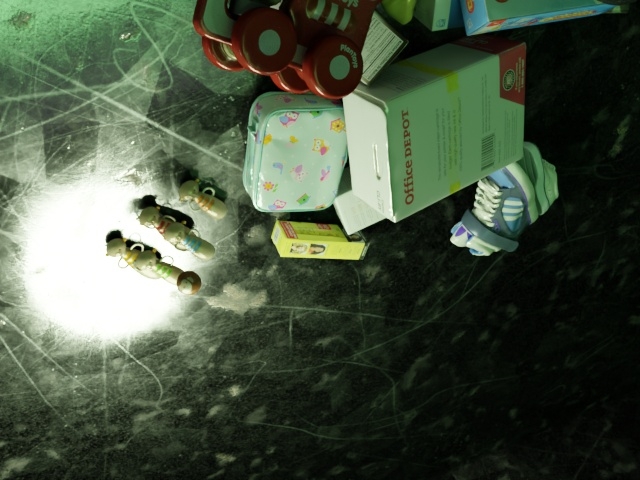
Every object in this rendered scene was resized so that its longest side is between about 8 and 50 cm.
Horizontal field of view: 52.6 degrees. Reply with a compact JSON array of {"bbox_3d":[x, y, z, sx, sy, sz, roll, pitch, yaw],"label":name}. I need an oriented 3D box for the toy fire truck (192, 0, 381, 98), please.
[{"bbox_3d":[-0.044,-0.378,1.042,0.302,0.169,0.253,12,99,-32],"label":"toy fire truck"}]

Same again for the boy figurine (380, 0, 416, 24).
[{"bbox_3d":[0.140,-0.528,1.197,0.177,0.092,0.285,-29,149,3],"label":"boy figurine"}]

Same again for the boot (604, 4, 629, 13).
[{"bbox_3d":[0.564,-0.608,1.382,0.263,0.091,0.229,3,111,2],"label":"boot"}]

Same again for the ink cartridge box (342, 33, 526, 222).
[{"bbox_3d":[0.250,-0.253,1.404,0.385,0.160,0.279,-26,128,-23],"label":"ink cartridge box"}]

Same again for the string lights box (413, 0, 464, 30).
[{"bbox_3d":[0.319,-0.503,1.326,0.260,0.133,0.076,-13,132,-14],"label":"string lights box"}]

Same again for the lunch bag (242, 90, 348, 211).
[{"bbox_3d":[-0.059,-0.198,1.428,0.224,0.108,0.279,-3,128,-20],"label":"lunch bag"}]

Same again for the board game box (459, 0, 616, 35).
[{"bbox_3d":[0.398,-0.569,1.226,0.302,0.086,0.308,-13,93,-14],"label":"board game box"}]

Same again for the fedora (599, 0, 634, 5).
[{"bbox_3d":[0.452,-0.560,1.104,0.334,0.152,0.334,-5,103,-25],"label":"fedora"}]

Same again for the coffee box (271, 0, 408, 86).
[{"bbox_3d":[0.005,-0.441,1.215,0.297,0.168,0.119,27,114,-39],"label":"coffee box"}]

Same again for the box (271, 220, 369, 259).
[{"bbox_3d":[0.000,0.000,1.634,0.232,0.087,0.058,3,123,-25],"label":"box"}]

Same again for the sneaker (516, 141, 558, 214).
[{"bbox_3d":[0.585,-0.183,1.754,0.091,0.094,0.258,-45,137,-13],"label":"sneaker"}]

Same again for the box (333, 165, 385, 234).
[{"bbox_3d":[0.113,-0.117,1.582,0.170,0.091,0.130,-25,132,-3],"label":"box"}]

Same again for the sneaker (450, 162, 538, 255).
[{"bbox_3d":[0.444,-0.078,1.734,0.236,0.130,0.323,-37,138,3],"label":"sneaker"}]

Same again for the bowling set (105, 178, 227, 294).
[{"bbox_3d":[-0.327,0.012,1.429,0.287,0.200,0.154,-45,130,10],"label":"bowling set"}]
